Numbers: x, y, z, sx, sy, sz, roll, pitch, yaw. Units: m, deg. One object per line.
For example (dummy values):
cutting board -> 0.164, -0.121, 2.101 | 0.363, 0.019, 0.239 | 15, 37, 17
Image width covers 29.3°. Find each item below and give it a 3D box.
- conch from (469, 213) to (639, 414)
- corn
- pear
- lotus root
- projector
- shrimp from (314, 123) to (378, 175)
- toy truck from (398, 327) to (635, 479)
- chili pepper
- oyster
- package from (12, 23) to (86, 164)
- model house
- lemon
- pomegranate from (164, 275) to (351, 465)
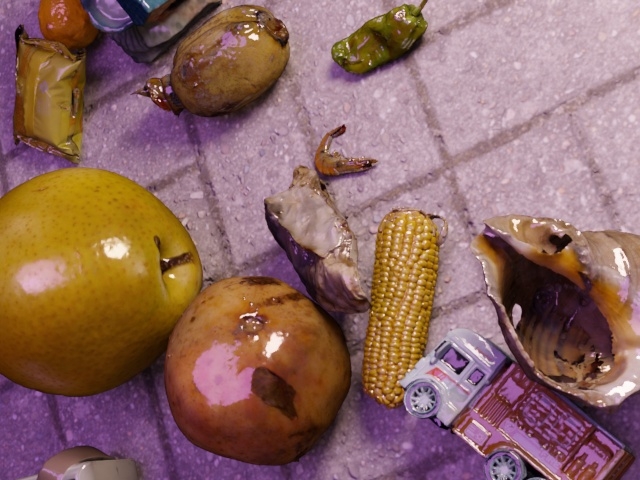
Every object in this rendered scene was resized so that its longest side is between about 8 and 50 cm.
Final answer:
conch -> 0.322, 0.095, 1.569 | 0.324, 0.186, 0.263 | 21, 53, -4
corn -> 0.117, 0.096, 1.772 | 0.106, 0.106, 0.293 | 6, 86, 29
pear -> -0.384, 0.065, 1.900 | 0.418, 0.362, 0.362 | -10, 75, 36
lotus root -> -0.171, -0.274, 1.979 | 0.278, 0.154, 0.154 | -28, 68, 20
projector -> -0.383, 0.450, 1.935 | 0.177, 0.163, 0.242 | -16, 77, 24
shrimp -> 0.040, -0.141, 1.903 | 0.114, 0.023, 0.083 | 0, 77, 32
toy truck -> 0.263, 0.243, 1.641 | 0.305, 0.136, 0.162 | 40, 93, 26
chili pepper -> 0.111, -0.317, 1.873 | 0.204, 0.073, 0.072 | -26, 86, 34
oyster -> -0.005, 0.001, 1.801 | 0.110, 0.166, 0.341 | -29, 51, -1
package -> -0.478, -0.253, 2.153 | 0.168, 0.090, 0.226 | 22, 115, 26
model house -> -0.346, -0.422, 1.954 | 0.194, 0.325, 0.267 | -38, 93, 17
lemon -> -0.442, -0.407, 2.169 | 0.114, 0.114, 0.155 | -5, 70, 28
pomegranate -> -0.099, 0.189, 1.778 | 0.281, 0.281, 0.281 | -6, 77, 28
